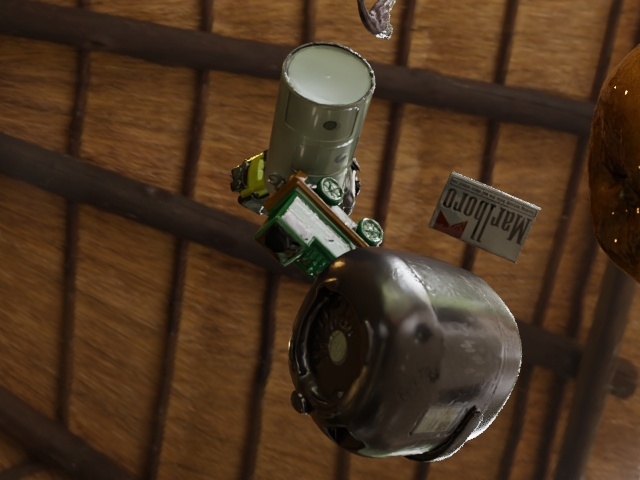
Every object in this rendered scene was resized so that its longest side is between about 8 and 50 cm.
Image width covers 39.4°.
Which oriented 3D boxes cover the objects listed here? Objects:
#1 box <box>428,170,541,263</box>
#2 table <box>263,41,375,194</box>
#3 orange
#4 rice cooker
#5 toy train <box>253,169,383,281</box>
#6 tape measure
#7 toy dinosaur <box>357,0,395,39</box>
[{"bbox_3d":[0.302,-0.043,1.651,0.036,0.178,0.115,-60,-8,-80],"label":"box"},{"bbox_3d":[-0.007,-0.155,1.264,0.126,0.126,0.220,-38,-21,-33],"label":"table"},{"bbox_3d":[0.315,-0.061,0.711,0.183,0.249,0.249,-15,-60,-19],"label":"orange"},{"bbox_3d":[0.093,0.142,1.117,0.225,0.267,0.267,6,-77,-36],"label":"rice cooker"},{"bbox_3d":[0.000,0.000,1.232,0.227,0.091,0.136,46,-136,-6],"label":"toy train"},{"bbox_3d":[-0.030,-0.092,1.538,0.199,0.186,0.112,30,-131,-41],"label":"tape measure"},{"bbox_3d":[0.091,-0.456,1.349,0.162,0.077,0.294,-44,-58,-42],"label":"toy dinosaur"}]
